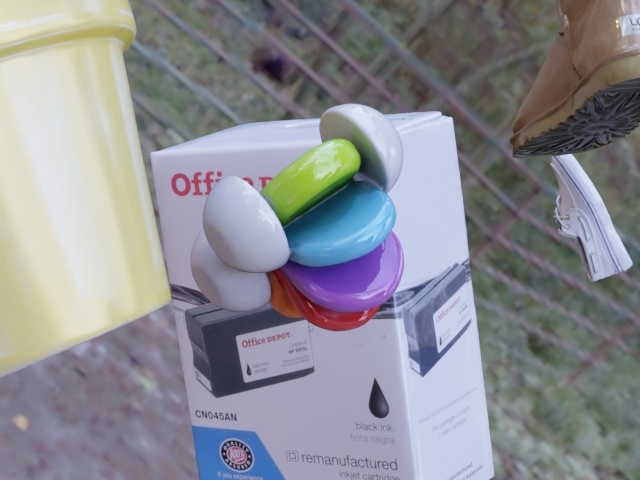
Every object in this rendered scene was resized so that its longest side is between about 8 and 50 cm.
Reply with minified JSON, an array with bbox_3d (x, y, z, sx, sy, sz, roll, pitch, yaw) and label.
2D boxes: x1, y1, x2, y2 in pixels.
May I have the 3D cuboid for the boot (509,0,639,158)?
[{"bbox_3d":[0.208,-0.221,1.162,0.089,0.236,0.269,-2,76,-19],"label":"boot"}]

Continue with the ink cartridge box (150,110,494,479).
[{"bbox_3d":[0.002,0.077,1.496,0.166,0.285,0.395,-21,106,-54],"label":"ink cartridge box"}]

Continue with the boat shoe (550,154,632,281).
[{"bbox_3d":[0.386,-0.032,2.125,0.226,0.076,0.083,58,6,-19],"label":"boat shoe"}]

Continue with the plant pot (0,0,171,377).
[{"bbox_3d":[-0.207,-0.041,0.842,0.239,0.254,0.254,67,17,-1],"label":"plant pot"}]

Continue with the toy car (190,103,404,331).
[{"bbox_3d":[0.000,0.000,1.059,0.136,0.159,0.182,51,-25,12],"label":"toy car"}]
